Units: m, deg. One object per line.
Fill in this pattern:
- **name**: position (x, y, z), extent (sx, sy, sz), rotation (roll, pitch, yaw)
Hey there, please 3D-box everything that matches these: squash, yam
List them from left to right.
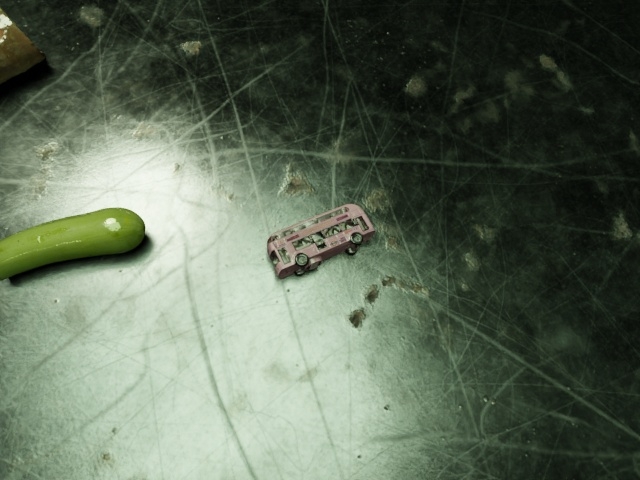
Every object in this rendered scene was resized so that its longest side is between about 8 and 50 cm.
- **yam**: position (-0.669, -0.347, 0.798), extent (0.238, 0.129, 0.128), rotation (-40, 115, -18)
- **squash**: position (-0.430, 0.001, 0.725), extent (0.250, 0.083, 0.083), rotation (-15, 73, -10)

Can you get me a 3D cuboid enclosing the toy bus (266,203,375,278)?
- **toy bus**: position (0.000, 0.000, 0.794), extent (0.203, 0.063, 0.090), rotation (-23, 72, -17)
